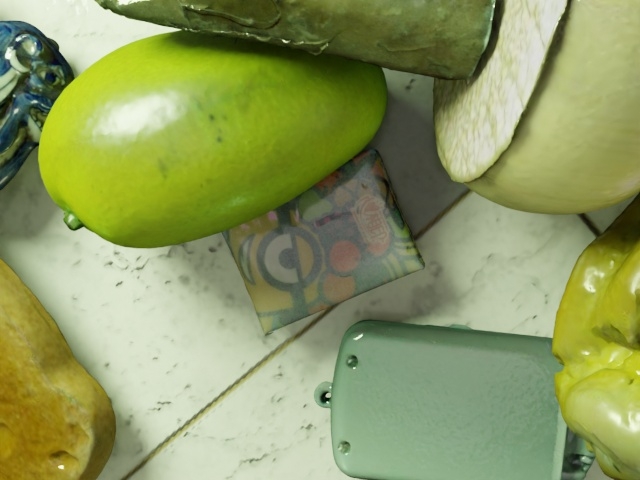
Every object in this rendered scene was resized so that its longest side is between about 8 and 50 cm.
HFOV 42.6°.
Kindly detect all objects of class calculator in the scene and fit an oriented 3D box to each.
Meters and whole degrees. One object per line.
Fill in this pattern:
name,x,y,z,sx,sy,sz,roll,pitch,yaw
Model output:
calculator,0.116,0.143,0.695,0.246,0.045,0.141,4,97,7

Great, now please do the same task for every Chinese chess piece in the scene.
Chinese chess piece,0.162,-0.152,0.546,0.112,0.270,0.270,10,97,-8

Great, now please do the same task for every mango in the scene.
mango,-0.083,-0.086,0.627,0.272,0.185,0.149,-13,116,8

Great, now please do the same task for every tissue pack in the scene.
tissue pack,0.000,0.000,0.687,0.148,0.060,0.109,-22,94,9

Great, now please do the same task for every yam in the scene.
yam,-0.018,-0.178,0.549,0.259,0.106,0.106,11,97,-3

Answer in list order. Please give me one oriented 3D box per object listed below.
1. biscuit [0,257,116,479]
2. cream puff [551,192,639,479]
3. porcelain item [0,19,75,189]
biscuit,-0.358,0.126,0.736,0.287,0.057,0.344,-41,95,18
cream puff,0.333,0.064,0.543,0.291,0.324,0.257,14,80,-29
porcelain item,-0.340,-0.169,0.675,0.186,0.138,0.288,-35,92,5
